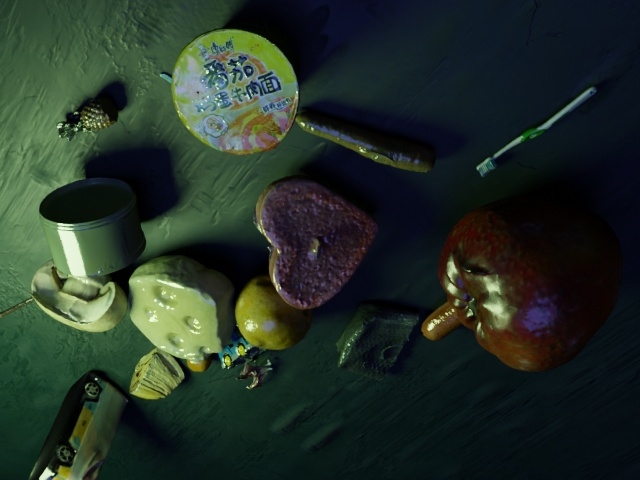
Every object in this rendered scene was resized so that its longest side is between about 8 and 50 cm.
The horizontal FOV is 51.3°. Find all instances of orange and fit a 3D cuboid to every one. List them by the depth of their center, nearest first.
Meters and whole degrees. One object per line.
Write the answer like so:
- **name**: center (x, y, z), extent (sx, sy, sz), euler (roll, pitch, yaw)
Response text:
- **orange**: center (-0.355, 0.342, 1.947), extent (0.085, 0.085, 0.085), euler (4, 124, 5)

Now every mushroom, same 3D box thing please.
- **mushroom**: center (-0.628, 0.144, 1.801), extent (0.254, 0.195, 0.189), euler (22, 157, 8)

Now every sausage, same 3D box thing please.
- **sausage**: center (0.349, 0.191, 1.746), extent (0.076, 0.076, 0.197), euler (38, 121, -17)

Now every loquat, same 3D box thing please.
- **loquat**: center (-0.124, 0.186, 1.737), extent (0.213, 0.213, 0.213), euler (4, 124, 5)

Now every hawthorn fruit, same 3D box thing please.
- **hawthorn fruit**: center (0.479, 0.067, 1.487), extent (0.403, 0.403, 0.403), euler (4, 124, 5)

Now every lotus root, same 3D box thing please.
- **lotus root**: center (-0.499, 0.407, 2.007), extent (0.159, 0.095, 0.135), euler (-49, 118, -11)

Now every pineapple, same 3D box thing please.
- **pineapple**: center (-0.551, -0.278, 1.558), extent (0.159, 0.074, 0.074), euler (-17, 120, 21)

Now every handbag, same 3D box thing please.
- **handbag**: center (0.151, 0.280, 1.837), extent (0.175, 0.088, 0.270), euler (17, 125, -13)

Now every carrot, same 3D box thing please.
- **carrot**: center (0.095, -0.223, 1.510), extent (0.342, 0.070, 0.070), euler (17, 124, -2)

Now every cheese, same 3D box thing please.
- **cheese**: center (-0.360, 0.181, 1.777), extent (0.326, 0.115, 0.318), euler (-19, 115, 38)

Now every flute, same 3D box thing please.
- **flute**: center (-0.943, 0.219, 1.980), extent (0.269, 0.014, 0.014), euler (-24, 118, 22)

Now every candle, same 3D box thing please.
- **candle**: center (0.000, 0.000, 1.579), extent (0.287, 0.131, 0.317), euler (-11, 102, -10)

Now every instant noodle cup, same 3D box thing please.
- **instant noodle cup**: center (-0.158, -0.337, 1.382), extent (0.264, 0.200, 0.264), euler (3, 124, 5)

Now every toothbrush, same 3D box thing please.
- **toothbrush**: center (0.472, -0.241, 1.468), extent (0.304, 0.030, 0.030), euler (-38, 111, 26)

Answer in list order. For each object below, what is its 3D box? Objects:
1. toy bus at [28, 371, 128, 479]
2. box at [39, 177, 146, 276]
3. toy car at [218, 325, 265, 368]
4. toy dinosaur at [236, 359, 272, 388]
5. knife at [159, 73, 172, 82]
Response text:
- **toy bus**: center (-0.711, 0.594, 1.981), extent (0.162, 0.386, 0.171), euler (38, 122, -22)
- **box**: center (-0.552, -0.036, 1.624), extent (0.226, 0.226, 0.149), euler (2, 124, 7)
- **toy car**: center (-0.213, 0.288, 1.866), extent (0.191, 0.097, 0.100), euler (-40, 67, 44)
- **toy dinosaur**: center (-0.191, 0.387, 1.942), extent (0.108, 0.032, 0.220), euler (-26, 148, -11)
- **knife**: center (-0.323, -0.355, 1.512), extent (0.091, 0.005, 0.014), euler (29, 121, -11)
